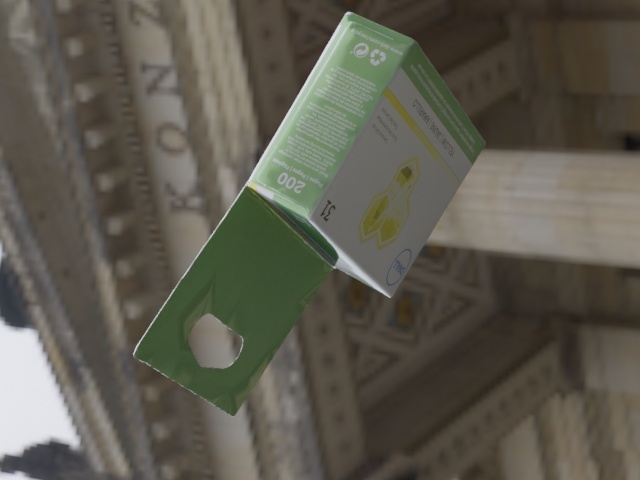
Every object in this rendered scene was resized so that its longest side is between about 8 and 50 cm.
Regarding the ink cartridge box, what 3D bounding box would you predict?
[{"bbox_3d":[0.000,0.000,1.138,0.235,0.056,0.171,-59,-25,-6],"label":"ink cartridge box"}]
